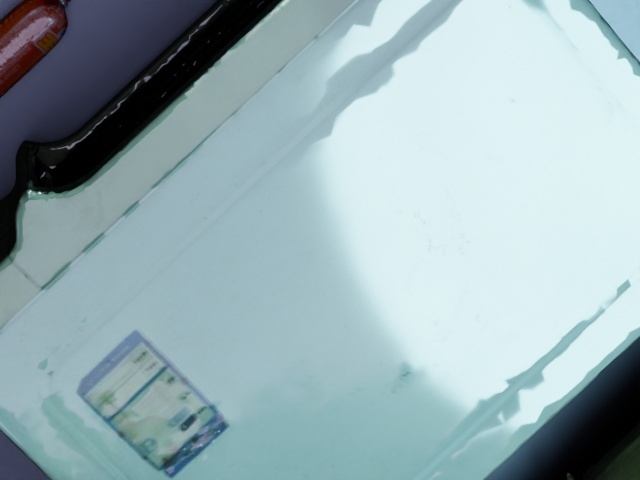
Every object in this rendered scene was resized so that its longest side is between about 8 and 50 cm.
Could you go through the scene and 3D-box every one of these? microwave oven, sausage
[{"bbox_3d":[0.000,0.000,0.983,0.355,0.218,0.286,-43,105,0],"label":"microwave oven"},{"bbox_3d":[-0.189,-0.094,1.027,0.129,0.034,0.034,-43,104,-1],"label":"sausage"}]

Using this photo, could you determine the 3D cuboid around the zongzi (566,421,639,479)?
[{"bbox_3d":[0.239,0.282,1.111,0.393,0.174,0.356,-42,110,10],"label":"zongzi"}]
